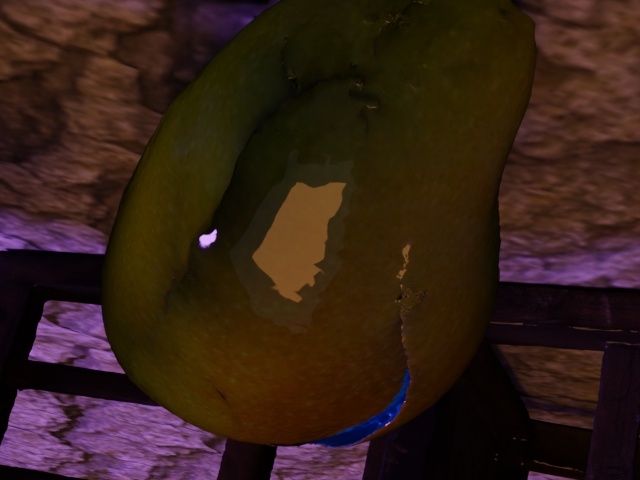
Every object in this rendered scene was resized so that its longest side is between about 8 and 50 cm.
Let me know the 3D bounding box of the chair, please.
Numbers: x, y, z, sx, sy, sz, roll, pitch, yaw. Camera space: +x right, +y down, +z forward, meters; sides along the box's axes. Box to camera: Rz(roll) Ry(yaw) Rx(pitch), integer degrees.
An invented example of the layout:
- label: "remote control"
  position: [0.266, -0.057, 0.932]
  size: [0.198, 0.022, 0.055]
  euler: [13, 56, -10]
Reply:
- label: "chair"
  position: [0.050, 0.146, 0.644]
  size: [0.416, 0.203, 0.240]
  euler: [3, 155, 22]

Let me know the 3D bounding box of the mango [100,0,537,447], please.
- label: "mango"
  position: [0.000, 0.000, 0.419]
  size: [0.125, 0.111, 0.233]
  euler: [5, 151, -24]
